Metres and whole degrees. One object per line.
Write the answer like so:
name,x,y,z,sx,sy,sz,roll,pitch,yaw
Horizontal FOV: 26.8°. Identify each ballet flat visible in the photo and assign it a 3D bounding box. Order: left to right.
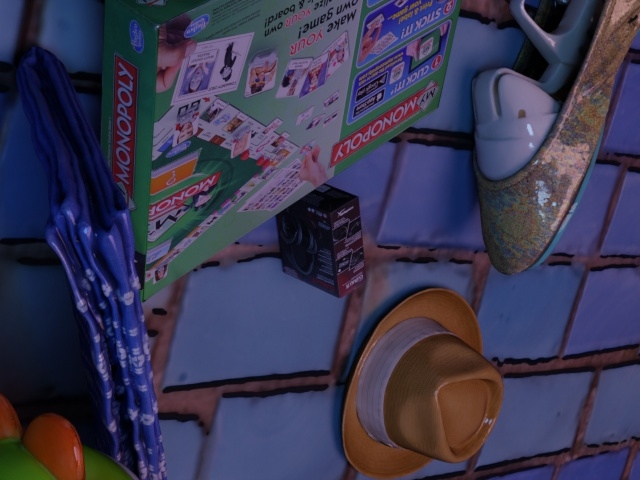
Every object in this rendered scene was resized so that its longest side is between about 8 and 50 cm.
ballet flat,0.192,-0.146,1.123,0.123,0.123,0.349,27,88,-51

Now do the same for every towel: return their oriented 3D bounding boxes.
towel,-0.129,0.079,0.778,0.040,0.243,0.336,-11,120,-14

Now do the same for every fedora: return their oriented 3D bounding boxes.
fedora,0.102,0.136,1.169,0.194,0.079,0.194,-23,124,-40

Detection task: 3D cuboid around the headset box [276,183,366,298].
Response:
headset box,0.000,0.000,1.002,0.032,0.062,0.083,-30,129,-35

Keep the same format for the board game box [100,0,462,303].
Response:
board game box,-0.013,-0.118,0.883,0.317,0.046,0.213,-35,149,-38

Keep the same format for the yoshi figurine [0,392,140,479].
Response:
yoshi figurine,-0.182,0.166,0.637,0.203,0.362,0.203,-50,135,-23
